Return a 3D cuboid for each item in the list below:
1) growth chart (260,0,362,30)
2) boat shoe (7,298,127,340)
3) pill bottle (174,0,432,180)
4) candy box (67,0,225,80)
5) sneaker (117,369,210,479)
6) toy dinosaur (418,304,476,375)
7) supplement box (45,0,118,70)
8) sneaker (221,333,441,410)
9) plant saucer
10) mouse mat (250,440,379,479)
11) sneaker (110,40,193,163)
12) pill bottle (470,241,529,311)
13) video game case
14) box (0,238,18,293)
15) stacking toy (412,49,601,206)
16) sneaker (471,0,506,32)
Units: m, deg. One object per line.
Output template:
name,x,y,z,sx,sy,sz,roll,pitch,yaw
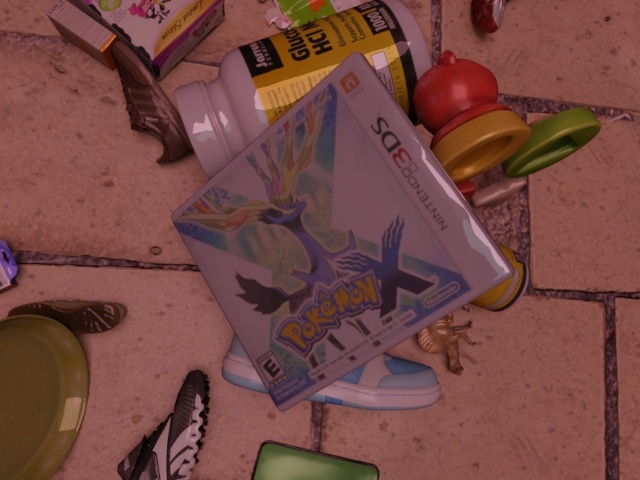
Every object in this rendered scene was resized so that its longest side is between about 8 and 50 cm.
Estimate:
growth chart,0.019,-0.357,0.830,0.172,0.021,0.237,-38,88,-11
boat shoe,-0.358,0.108,0.698,0.152,0.048,0.056,-6,93,-3
pill bottle,-0.024,-0.204,0.708,0.333,0.188,0.188,-21,86,-5
candy box,-0.287,-0.389,0.761,0.233,0.071,0.159,41,78,-2
sneaker,-0.217,0.292,0.672,0.106,0.078,0.235,13,82,-9
toy dinosaur,0.183,0.128,0.770,0.092,0.053,0.183,-41,90,-10
supplement box,-0.352,-0.310,0.744,0.098,0.062,0.036,35,79,-3
sneaker,0.031,0.123,0.711,0.318,0.127,0.208,10,82,-8
plant saucer,-0.385,0.209,0.595,0.037,0.241,0.241,3,81,19
mouse mat,-0.016,0.390,0.726,0.189,0.007,0.153,16,80,-5
sneaker,-0.263,-0.202,0.731,0.071,0.066,0.188,-36,97,-9
pill bottle,0.212,0.036,0.739,0.184,0.103,0.103,21,79,-23
video game case,0.000,0.000,0.590,0.329,0.036,0.300,-36,78,21
box,-0.496,0.051,0.689,0.136,0.028,0.081,-27,87,-14
stacking toy,0.206,-0.133,0.702,0.279,0.309,0.131,-15,73,-24
sneaker,0.333,-0.462,0.859,0.092,0.088,0.225,21,80,-7
